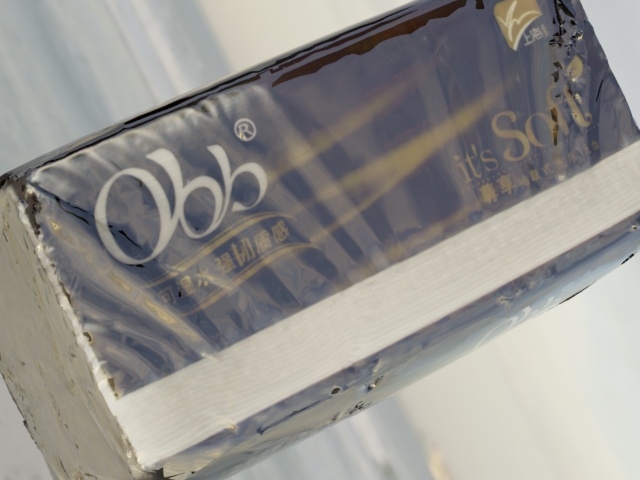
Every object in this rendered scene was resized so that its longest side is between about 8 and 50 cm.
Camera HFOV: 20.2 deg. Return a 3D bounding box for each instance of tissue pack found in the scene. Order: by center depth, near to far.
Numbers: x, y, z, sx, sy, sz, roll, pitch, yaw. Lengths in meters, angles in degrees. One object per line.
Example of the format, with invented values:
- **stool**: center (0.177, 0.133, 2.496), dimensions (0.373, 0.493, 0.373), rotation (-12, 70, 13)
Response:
- **tissue pack**: center (0.000, 0.000, 1.033), dimensions (0.198, 0.370, 0.210), rotation (62, -25, 7)
